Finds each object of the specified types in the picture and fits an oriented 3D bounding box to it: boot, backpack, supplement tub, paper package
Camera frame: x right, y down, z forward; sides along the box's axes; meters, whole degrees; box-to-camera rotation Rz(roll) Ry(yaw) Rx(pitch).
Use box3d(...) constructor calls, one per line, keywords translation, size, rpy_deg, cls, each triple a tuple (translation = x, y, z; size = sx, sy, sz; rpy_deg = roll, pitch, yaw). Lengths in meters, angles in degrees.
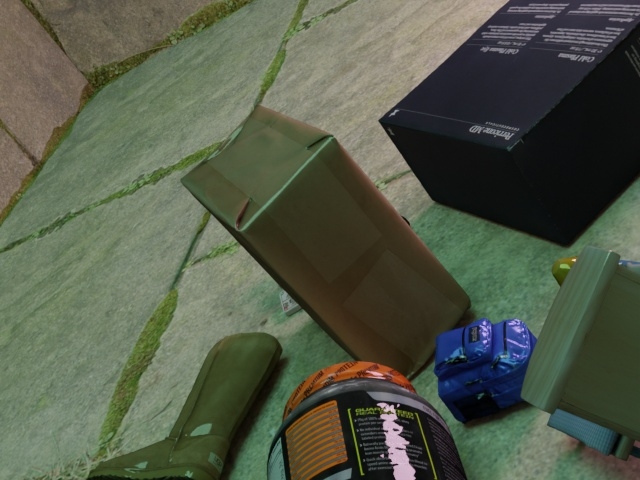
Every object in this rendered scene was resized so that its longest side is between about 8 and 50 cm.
box3d(translation=(-0.195, 0.264, 1.459), size=(0.236, 0.089, 0.269), rpy_deg=(-8, 38, 28), cls="boot")
box3d(translation=(0.197, 0.145, 1.149), size=(0.120, 0.101, 0.098), rpy_deg=(-20, 38, 24), cls="backpack")
box3d(translation=(0.054, 0.283, 0.984), size=(0.207, 0.207, 0.338), rpy_deg=(-32, 27, 11), cls="supplement tub")
box3d(translation=(0.000, 0.000, 1.357), size=(0.168, 0.325, 0.309), rpy_deg=(-46, 26, -6), cls="paper package")

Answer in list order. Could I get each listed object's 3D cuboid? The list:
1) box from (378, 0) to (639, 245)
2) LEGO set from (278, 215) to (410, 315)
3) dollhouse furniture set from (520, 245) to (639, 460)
box3d(translation=(0.315, -0.190, 1.443), size=(0.312, 0.179, 0.343), rpy_deg=(-42, 27, -11), cls="box")
box3d(translation=(0.035, 0.010, 1.642), size=(0.244, 0.060, 0.182), rpy_deg=(-33, 39, 12), cls="LEGO set")
box3d(translation=(0.235, 0.139, 0.933), size=(0.286, 0.198, 0.303), rpy_deg=(-67, 13, -1), cls="dollhouse furniture set")
